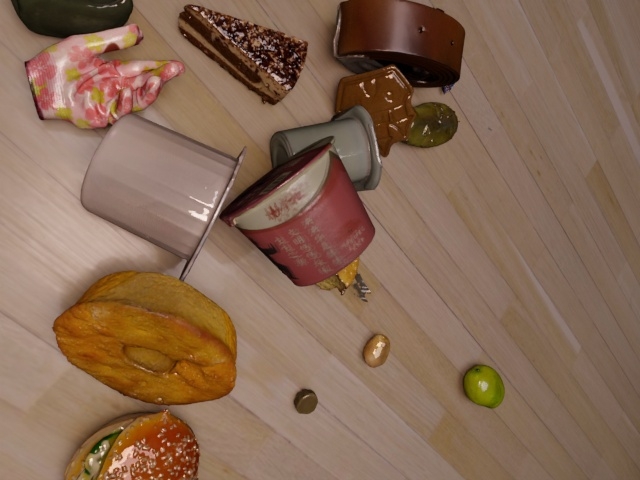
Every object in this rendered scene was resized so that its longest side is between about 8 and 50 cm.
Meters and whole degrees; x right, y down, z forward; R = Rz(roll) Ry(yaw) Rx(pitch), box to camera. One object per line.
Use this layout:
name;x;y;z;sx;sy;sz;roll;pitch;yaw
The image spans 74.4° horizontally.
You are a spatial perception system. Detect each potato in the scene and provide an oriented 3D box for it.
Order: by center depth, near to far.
potato;0.144;0.280;1.070;0.068;0.062;0.083;11;117;-56
potato;0.269;-0.300;1.098;0.226;0.090;0.117;-10;97;-30

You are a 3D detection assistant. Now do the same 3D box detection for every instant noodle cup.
instant noodle cup;-0.028;-0.044;0.733;0.235;0.235;0.178;-43;110;-21

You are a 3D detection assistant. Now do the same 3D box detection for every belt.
belt;0.185;-0.450;0.975;0.339;0.217;0.122;0;98;-33

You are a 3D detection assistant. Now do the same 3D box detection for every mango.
mango;0.493;0.436;1.266;0.163;0.089;0.117;31;69;-39

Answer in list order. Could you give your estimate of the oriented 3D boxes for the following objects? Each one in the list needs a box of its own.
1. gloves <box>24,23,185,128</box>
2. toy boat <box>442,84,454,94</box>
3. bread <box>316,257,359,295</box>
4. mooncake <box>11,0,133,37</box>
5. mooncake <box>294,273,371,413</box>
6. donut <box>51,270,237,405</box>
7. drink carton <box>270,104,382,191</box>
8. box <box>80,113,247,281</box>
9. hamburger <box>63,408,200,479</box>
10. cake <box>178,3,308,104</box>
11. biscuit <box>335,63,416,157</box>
gloves;-0.360;-0.275;0.729;0.242;0.126;0.145;-14;75;-26
toy boat;0.362;-0.441;1.178;0.038;0.038;0.083;38;74;-25
bread;0.000;0.000;0.928;0.139;0.143;0.229;-48;112;-20
mooncake;-0.398;-0.396;0.673;0.169;0.175;0.104;-7;102;13
mooncake;0.035;0.244;1.009;0.346;0.057;0.150;-48;126;-22
donut;-0.278;0.167;0.723;0.303;0.303;0.110;38;37;-25
drink carton;0.003;-0.183;0.906;0.190;0.191;0.185;-12;100;-22
box;-0.283;-0.072;0.736;0.207;0.262;0.291;27;88;-15
hamburger;-0.329;0.420;0.759;0.237;0.147;0.236;-3;96;-32
cake;-0.145;-0.404;0.850;0.246;0.112;0.135;35;73;-23
biscuit;0.133;-0.289;0.987;0.034;0.183;0.215;-78;153;-50
